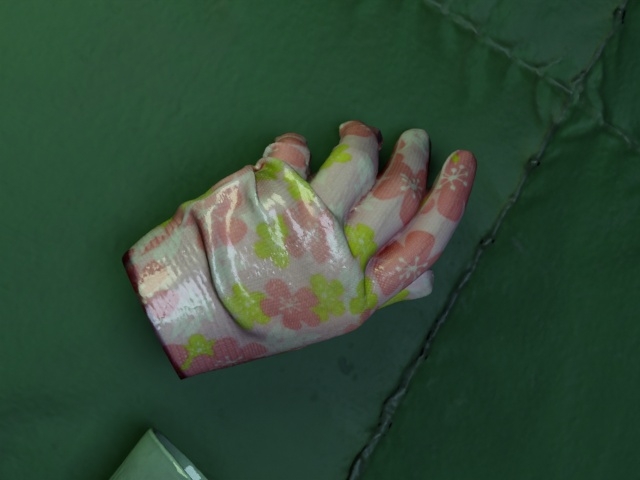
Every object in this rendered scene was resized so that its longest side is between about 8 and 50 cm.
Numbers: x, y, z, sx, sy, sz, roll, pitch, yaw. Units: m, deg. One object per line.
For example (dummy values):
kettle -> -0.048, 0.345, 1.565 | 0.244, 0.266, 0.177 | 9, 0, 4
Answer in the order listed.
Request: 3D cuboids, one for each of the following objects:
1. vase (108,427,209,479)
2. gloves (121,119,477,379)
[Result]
vase -> -0.155, 0.230, 0.819 | 0.219, 0.096, 0.096 | -44, 106, -6
gloves -> 0.002, 0.000, 0.832 | 0.241, 0.126, 0.145 | -26, 97, -6
